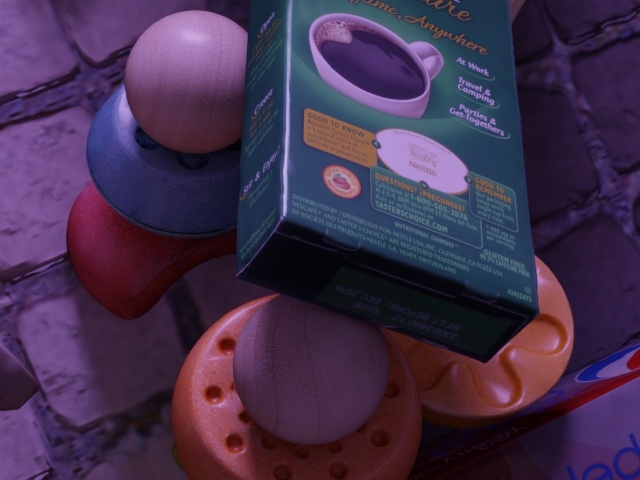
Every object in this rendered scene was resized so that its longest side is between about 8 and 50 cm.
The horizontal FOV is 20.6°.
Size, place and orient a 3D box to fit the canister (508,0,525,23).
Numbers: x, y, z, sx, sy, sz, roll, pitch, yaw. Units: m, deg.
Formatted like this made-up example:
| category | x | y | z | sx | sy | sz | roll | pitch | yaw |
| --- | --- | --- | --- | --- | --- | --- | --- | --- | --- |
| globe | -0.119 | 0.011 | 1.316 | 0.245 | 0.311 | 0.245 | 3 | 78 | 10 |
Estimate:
| category | x | y | z | sx | sy | sz | roll | pitch | yaw |
| --- | --- | --- | --- | --- | --- | --- | --- | --- | --- |
| canister | 0.055 | -0.124 | 0.851 | 0.073 | 0.126 | 0.170 | 36 | 75 | -17 |

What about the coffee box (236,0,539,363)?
| category | x | y | z | sx | sy | sz | roll | pitch | yaw |
| --- | --- | --- | --- | --- | --- | --- | --- | --- | --- |
| coffee box | 0.026 | -0.047 | 0.697 | 0.113 | 0.040 | 0.184 | 19 | 45 | -22 |

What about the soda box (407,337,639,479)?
| category | x | y | z | sx | sy | sz | roll | pitch | yaw |
| --- | --- | --- | --- | --- | --- | --- | --- | --- | --- |
| soda box | 0.137 | 0.113 | 0.876 | 0.263 | 0.092 | 0.083 | -24 | 94 | -21 |

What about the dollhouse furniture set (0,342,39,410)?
| category | x | y | z | sx | sy | sz | roll | pitch | yaw |
| --- | --- | --- | --- | --- | --- | --- | --- | --- | --- |
| dollhouse furniture set | -0.350 | 0.054 | 0.597 | 0.394 | 0.256 | 0.362 | 46 | 75 | -9 |

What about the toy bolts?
| category | x | y | z | sx | sy | sz | roll | pitch | yaw |
| --- | --- | --- | --- | --- | --- | --- | --- | --- | --- |
| toy bolts | 0.000 | 0.000 | 0.759 | 0.218 | 0.158 | 0.228 | -29 | 67 | -24 |
